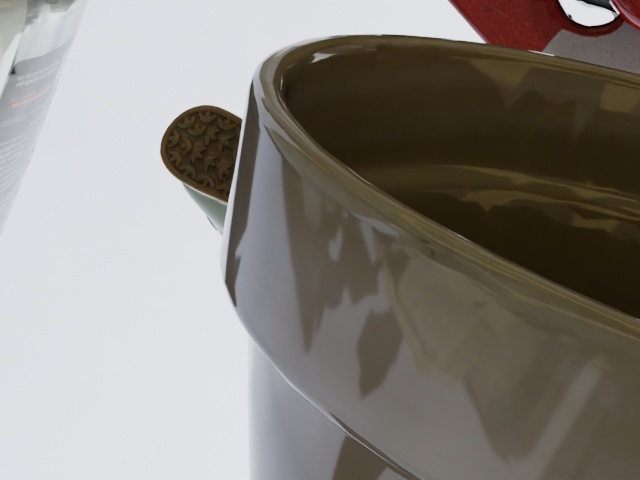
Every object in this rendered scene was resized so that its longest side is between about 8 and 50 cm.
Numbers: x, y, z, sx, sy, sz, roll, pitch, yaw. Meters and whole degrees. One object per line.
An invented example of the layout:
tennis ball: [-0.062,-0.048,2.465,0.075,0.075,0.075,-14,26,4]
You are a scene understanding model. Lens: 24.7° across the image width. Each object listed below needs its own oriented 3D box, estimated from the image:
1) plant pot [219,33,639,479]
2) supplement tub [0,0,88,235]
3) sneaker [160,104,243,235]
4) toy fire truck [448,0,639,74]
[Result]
plant pot: [0.104,0.111,0.500,0.323,0.280,0.323,13,-160,-5]
supplement tub: [-0.292,-0.089,0.973,0.207,0.338,0.207,18,-144,-14]
sneaker: [0.000,0.000,0.798,0.192,0.086,0.064,37,-98,20]
toy fire truck: [0.160,-0.243,0.841,0.254,0.302,0.169,23,-170,10]
